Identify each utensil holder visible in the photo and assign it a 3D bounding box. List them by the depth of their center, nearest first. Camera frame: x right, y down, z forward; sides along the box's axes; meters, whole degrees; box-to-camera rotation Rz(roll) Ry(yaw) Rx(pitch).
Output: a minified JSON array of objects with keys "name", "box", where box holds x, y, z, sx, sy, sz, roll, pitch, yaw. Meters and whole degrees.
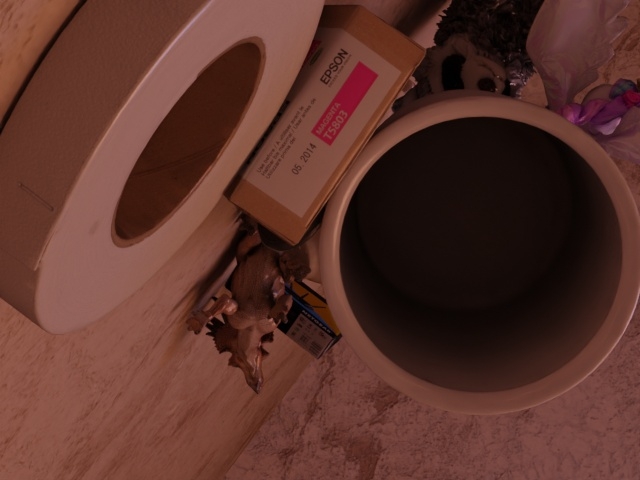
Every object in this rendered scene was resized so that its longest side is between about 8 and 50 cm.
[{"name":"utensil holder","box":[0.171,-0.012,1.420,0.328,0.327,0.385,-56,-177,9]}]

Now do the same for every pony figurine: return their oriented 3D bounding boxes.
[{"name":"pony figurine","box":[0.394,-0.171,1.727,0.351,0.303,0.363,-49,158,16]}]

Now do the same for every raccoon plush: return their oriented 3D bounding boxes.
[{"name":"raccoon plush","box":[0.262,-0.277,1.935,0.299,0.216,0.446,-60,171,9]}]

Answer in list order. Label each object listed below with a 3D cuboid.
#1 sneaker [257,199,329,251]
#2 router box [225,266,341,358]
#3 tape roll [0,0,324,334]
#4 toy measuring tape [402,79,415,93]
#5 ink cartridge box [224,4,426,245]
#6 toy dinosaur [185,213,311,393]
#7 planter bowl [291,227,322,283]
[{"name":"sneaker","box":[-0.020,-0.110,1.568,0.267,0.101,0.106,-65,159,10]},{"name":"router box","box":[-0.045,0.097,1.868,0.046,0.179,0.133,-55,173,15]},{"name":"tape roll","box":[-0.132,-0.096,1.012,0.392,0.072,0.392,-52,171,-12]},{"name":"toy measuring tape","box":[0.096,-0.108,2.080,0.330,0.121,0.121,-56,171,9]},{"name":"ink cartridge box","box":[-0.012,-0.127,1.279,0.235,0.088,0.193,-55,-165,1]},{"name":"toy dinosaur","box":[-0.088,0.060,1.728,0.200,0.127,0.296,98,16,-88]},{"name":"planter bowl","box":[0.000,0.000,1.907,0.109,0.162,0.162,-17,152,-28]}]
